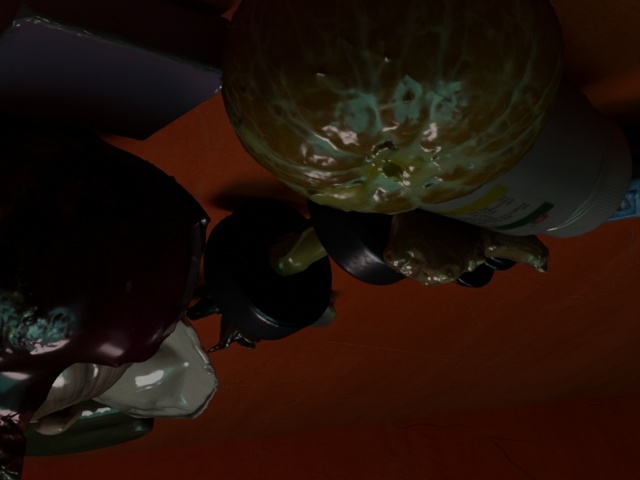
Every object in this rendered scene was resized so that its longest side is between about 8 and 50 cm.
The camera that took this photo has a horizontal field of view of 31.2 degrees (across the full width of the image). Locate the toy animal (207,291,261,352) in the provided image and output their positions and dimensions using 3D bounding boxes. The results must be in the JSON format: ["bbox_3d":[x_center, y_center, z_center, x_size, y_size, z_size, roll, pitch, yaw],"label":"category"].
[{"bbox_3d":[-0.115,0.131,1.979,0.179,0.188,0.089,28,160,-2],"label":"toy animal"}]

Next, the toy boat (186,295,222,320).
[{"bbox_3d":[-0.143,0.109,2.080,0.210,0.052,0.104,-11,-179,3],"label":"toy boat"}]

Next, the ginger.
[{"bbox_3d":[0.198,0.008,1.474,0.294,0.086,0.131,1,-159,-41],"label":"ginger"}]

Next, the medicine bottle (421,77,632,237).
[{"bbox_3d":[0.224,-0.114,1.389,0.208,0.208,0.339,-23,157,34],"label":"medicine bottle"}]

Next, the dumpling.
[{"bbox_3d":[-0.335,0.225,2.035,0.341,0.260,0.181,-23,-158,12],"label":"dumpling"}]

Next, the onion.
[{"bbox_3d":[-0.343,0.065,1.277,0.398,0.420,0.398,17,-164,-5],"label":"onion"}]

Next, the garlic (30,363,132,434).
[{"bbox_3d":[-0.416,0.151,1.772,0.321,0.322,0.241,-9,124,-1],"label":"garlic"}]

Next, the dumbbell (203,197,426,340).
[{"bbox_3d":[0.000,0.000,1.615,0.203,0.204,0.322,7,154,-40],"label":"dumbbell"}]

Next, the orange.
[{"bbox_3d":[0.066,-0.170,1.097,0.329,0.249,0.329,-7,151,-4],"label":"orange"}]

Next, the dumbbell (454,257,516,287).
[{"bbox_3d":[0.278,0.021,1.971,0.099,0.099,0.208,1,157,-28],"label":"dumbbell"}]

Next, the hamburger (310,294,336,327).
[{"bbox_3d":[-0.021,0.127,2.204,0.121,0.054,0.084,9,156,-26],"label":"hamburger"}]

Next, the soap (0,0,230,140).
[{"bbox_3d":[-0.234,-0.187,1.156,0.259,0.081,0.181,8,155,-43],"label":"soap"}]

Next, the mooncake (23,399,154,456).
[{"bbox_3d":[-0.491,0.311,2.298,0.351,0.187,0.351,-12,164,-3],"label":"mooncake"}]

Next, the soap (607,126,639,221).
[{"bbox_3d":[0.376,-0.086,1.638,0.293,0.156,0.077,-9,122,1],"label":"soap"}]
